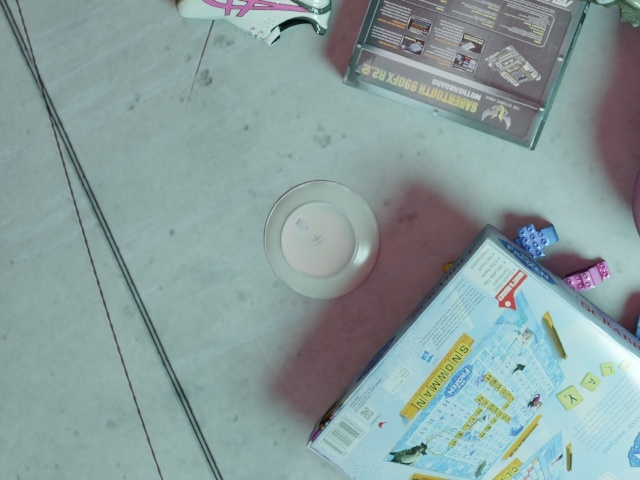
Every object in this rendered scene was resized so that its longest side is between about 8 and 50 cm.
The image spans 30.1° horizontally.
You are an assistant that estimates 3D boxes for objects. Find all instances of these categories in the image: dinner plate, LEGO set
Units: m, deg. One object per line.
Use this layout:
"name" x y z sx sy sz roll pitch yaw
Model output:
"dinner plate" 0.000 0.000 1.408 0.141 0.017 0.141 1 92 14
"LEGO set" 0.199 0.042 1.322 0.227 0.093 0.087 -21 88 14

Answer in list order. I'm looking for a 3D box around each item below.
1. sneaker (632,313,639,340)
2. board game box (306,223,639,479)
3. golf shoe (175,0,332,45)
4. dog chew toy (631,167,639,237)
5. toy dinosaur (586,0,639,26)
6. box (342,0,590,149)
"sneaker" 0.365 0.104 1.309 0.144 0.053 0.059 -44 81 5
"board game box" 0.205 0.199 1.292 0.318 0.066 0.318 38 110 -3
"golf shoe" -0.080 -0.268 1.383 0.186 0.067 0.086 -4 94 13
"dog chew toy" 0.423 -0.122 1.213 0.207 0.206 0.331 -1 85 13
"toy dinosaur" 0.364 -0.314 1.218 0.121 0.160 0.313 46 78 -11
"box" 0.163 -0.223 1.334 0.231 0.056 0.183 20 99 12
